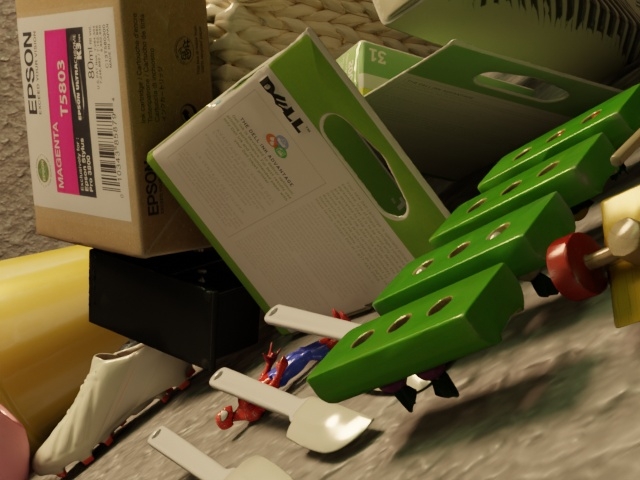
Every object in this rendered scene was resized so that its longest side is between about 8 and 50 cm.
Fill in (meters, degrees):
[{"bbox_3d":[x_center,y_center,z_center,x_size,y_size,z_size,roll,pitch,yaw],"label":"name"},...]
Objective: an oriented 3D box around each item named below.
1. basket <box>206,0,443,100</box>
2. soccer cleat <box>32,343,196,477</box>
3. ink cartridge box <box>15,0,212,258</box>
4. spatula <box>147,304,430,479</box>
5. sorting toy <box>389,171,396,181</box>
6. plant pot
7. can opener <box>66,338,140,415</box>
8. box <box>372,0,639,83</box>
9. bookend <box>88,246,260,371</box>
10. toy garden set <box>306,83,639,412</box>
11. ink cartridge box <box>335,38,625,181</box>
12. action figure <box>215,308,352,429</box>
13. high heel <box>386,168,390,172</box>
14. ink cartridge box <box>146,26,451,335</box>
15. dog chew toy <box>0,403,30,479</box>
[{"bbox_3d":[-0.057,-0.238,1.052,0.331,0.266,0.328,2,9,-43],"label":"basket"},{"bbox_3d":[-0.209,0.152,0.968,0.196,0.076,0.068,-38,9,7],"label":"soccer cleat"},{"bbox_3d":[-0.182,-0.113,0.887,0.088,0.234,0.193,-13,14,-41],"label":"ink cartridge box"},{"bbox_3d":[-0.023,0.097,0.613,0.168,0.019,0.242,-47,17,-16],"label":"spatula"},{"bbox_3d":[0.000,0.000,1.044,0.193,0.038,0.208,-41,13,-16],"label":"sorting toy"},{"bbox_3d":[-0.341,0.120,1.213,0.239,0.254,0.254,-24,7,-7],"label":"plant pot"},{"bbox_3d":[-0.204,0.137,1.082,0.186,0.059,0.073,-43,10,-29],"label":"can opener"},{"bbox_3d":[0.146,-0.197,0.749,0.094,0.113,0.275,-31,-22,36],"label":"box"},{"bbox_3d":[-0.104,0.045,0.924,0.157,0.072,0.156,16,20,36],"label":"bookend"},{"bbox_3d":[0.131,-0.010,0.495,0.204,0.049,0.244,-29,10,45],"label":"toy garden set"},{"bbox_3d":[0.102,-0.112,0.777,0.235,0.171,0.056,-27,57,58],"label":"ink cartridge box"},{"bbox_3d":[-0.027,0.091,0.695,0.115,0.030,0.038,-42,14,-10],"label":"action figure"},{"bbox_3d":[0.082,-0.119,1.159,0.244,0.082,0.117,-26,-1,-1],"label":"high heel"},{"bbox_3d":[0.008,-0.048,0.730,0.097,0.189,0.255,-43,10,-34],"label":"ink cartridge box"},{"bbox_3d":[-0.431,0.268,0.927,0.332,0.206,0.206,-49,11,-14],"label":"dog chew toy"}]
